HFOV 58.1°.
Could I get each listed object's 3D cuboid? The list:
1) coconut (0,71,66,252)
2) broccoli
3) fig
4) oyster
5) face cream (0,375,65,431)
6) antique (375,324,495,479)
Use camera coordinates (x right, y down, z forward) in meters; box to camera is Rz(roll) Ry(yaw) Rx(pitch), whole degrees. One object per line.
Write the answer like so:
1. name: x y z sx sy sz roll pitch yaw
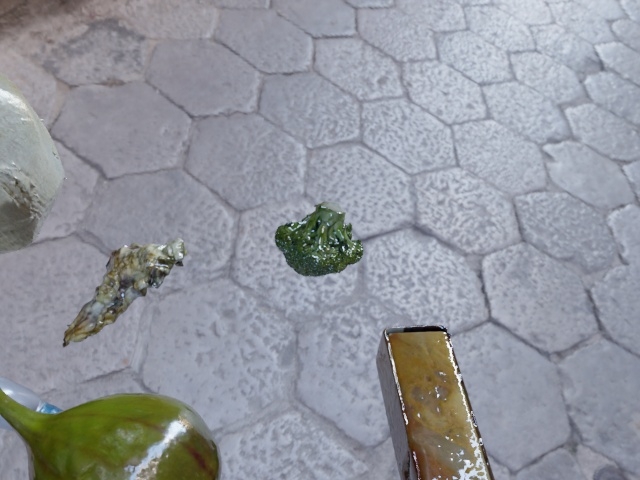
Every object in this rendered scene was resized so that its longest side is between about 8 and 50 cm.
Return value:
1. coconut: -0.639 -0.127 1.023 0.346 0.360 0.346 2 68 -5
2. broccoli: 0.000 0.000 1.024 0.145 0.138 0.162 39 25 33
3. fig: -0.180 0.136 0.416 0.236 0.124 0.124 35 47 2
4. oyster: -0.378 0.075 1.097 0.107 0.354 0.201 52 25 -14
5. face cream: -0.601 0.289 1.055 0.336 0.163 0.080 26 62 -7
6. antique: 0.146 0.256 0.726 0.093 0.087 0.310 -2 47 -8
